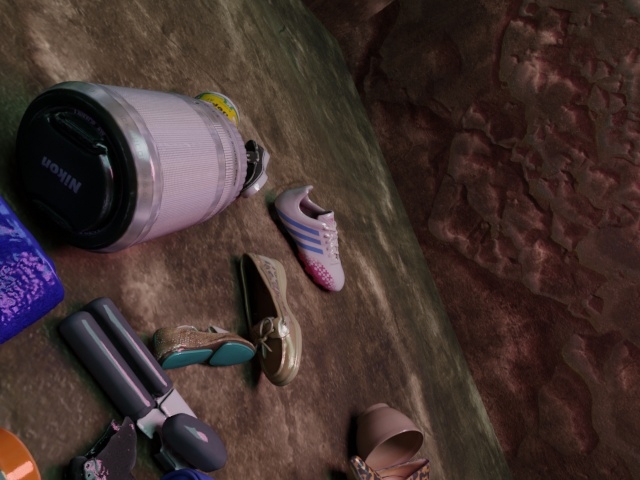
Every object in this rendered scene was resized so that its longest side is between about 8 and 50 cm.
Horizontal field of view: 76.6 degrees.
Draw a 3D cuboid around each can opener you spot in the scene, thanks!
[{"bbox_3d":[-0.224,0.198,0.549,0.283,0.095,0.076,60,25,-11],"label":"can opener"}]

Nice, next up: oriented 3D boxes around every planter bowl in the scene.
[{"bbox_3d":[0.152,0.471,0.986,0.162,0.162,0.109,44,5,-38],"label":"planter bowl"}]

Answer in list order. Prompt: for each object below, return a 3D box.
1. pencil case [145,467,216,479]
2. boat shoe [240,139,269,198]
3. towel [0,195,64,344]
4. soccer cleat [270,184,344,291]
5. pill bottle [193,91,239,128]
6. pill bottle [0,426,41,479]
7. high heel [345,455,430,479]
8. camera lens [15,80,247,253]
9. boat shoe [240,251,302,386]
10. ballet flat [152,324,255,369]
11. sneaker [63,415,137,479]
[{"bbox_3d":[-0.110,0.415,0.544,0.306,0.133,0.119,49,5,-33],"label":"pencil case"},{"bbox_3d":[-0.180,-0.184,1.020,0.070,0.078,0.219,49,21,-31],"label":"boat shoe"},{"bbox_3d":[-0.409,0.044,0.356,0.227,0.076,0.308,57,26,-15],"label":"towel"},{"bbox_3d":[0.000,0.000,1.111,0.331,0.143,0.116,56,26,-19],"label":"soccer cleat"},{"bbox_3d":[-0.253,-0.225,0.858,0.117,0.118,0.208,50,29,-29],"label":"pill bottle"},{"bbox_3d":[-0.332,0.233,0.267,0.130,0.131,0.246,65,24,0],"label":"pill bottle"},{"bbox_3d":[0.158,0.510,0.912,0.186,0.093,0.261,-39,120,-26],"label":"high heel"},{"bbox_3d":[-0.265,-0.113,0.610,0.219,0.220,0.274,63,25,-4],"label":"camera lens"},{"bbox_3d":[-0.113,0.151,0.818,0.089,0.105,0.285,30,31,-44],"label":"boat shoe"},{"bbox_3d":[-0.191,0.171,0.679,0.067,0.073,0.206,52,13,30],"label":"ballet flat"},{"bbox_3d":[-0.264,0.283,0.452,0.089,0.051,0.170,64,20,-2],"label":"sneaker"}]
